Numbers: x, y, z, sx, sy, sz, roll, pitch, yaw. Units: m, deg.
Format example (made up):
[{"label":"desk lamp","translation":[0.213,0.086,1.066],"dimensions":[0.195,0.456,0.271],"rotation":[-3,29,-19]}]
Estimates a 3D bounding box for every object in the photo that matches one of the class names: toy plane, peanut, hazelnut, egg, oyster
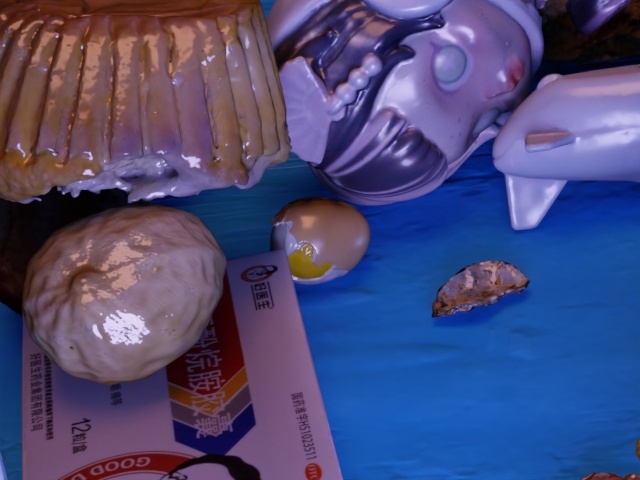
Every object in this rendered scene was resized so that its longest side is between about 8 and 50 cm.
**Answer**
[{"label":"toy plane","translation":[0.272,-0.091,1.604],"dimensions":[0.267,0.122,0.267],"rotation":[-11,11,2]},{"label":"peanut","translation":[-0.141,0.035,1.402],"dimensions":[0.140,0.109,0.159],"rotation":[-16,22,19]},{"label":"hazelnut","translation":[-0.204,-0.003,1.598],"dimensions":[0.143,0.143,0.154],"rotation":[-8,49,5]},{"label":"egg","translation":[0.000,0.000,1.587],"dimensions":[0.083,0.071,0.071],"rotation":[-4,27,-13]},{"label":"oyster","translation":[0.120,0.042,1.524],"dimensions":[0.083,0.019,0.054],"rotation":[-25,33,-28]},{"label":"oyster","translation":[0.261,-0.245,1.904],"dimensions":[0.204,0.111,0.396],"rotation":[7,29,23]}]

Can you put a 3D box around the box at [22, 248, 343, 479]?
[{"label":"box","translation":[-0.104,0.130,1.397],"dimensions":[0.214,0.069,0.353],"rotation":[-12,30,-3]}]

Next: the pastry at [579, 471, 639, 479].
[{"label":"pastry","translation":[0.170,0.193,1.190],"dimensions":[0.087,0.063,0.169],"rotation":[-5,30,14]}]

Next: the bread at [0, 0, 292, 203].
[{"label":"bread","translation":[-0.159,-0.114,1.487],"dimensions":[0.274,0.149,0.274],"rotation":[-2,17,1]}]

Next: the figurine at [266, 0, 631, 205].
[{"label":"figurine","translation":[0.104,-0.188,1.673],"dimensions":[0.361,0.253,0.211],"rotation":[-48,39,-5]}]

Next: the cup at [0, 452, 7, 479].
[{"label":"cup","translation":[-0.351,0.196,1.103],"dimensions":[0.331,0.311,0.257],"rotation":[-1,31,16]}]

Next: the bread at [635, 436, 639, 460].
[{"label":"bread","translation":[0.291,0.149,1.180],"dimensions":[0.132,0.103,0.172],"rotation":[8,17,-33]}]
